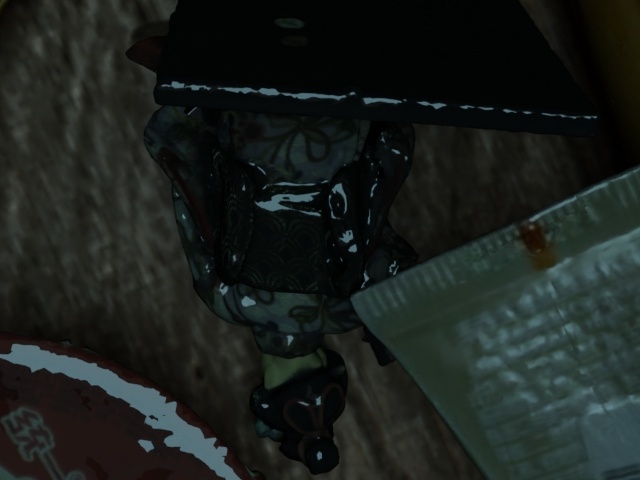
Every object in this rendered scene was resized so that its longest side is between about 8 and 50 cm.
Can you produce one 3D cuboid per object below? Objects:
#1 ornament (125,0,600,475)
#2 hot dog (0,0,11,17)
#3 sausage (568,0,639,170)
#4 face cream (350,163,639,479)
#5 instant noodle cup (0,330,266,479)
[{"bbox_3d":[0.000,0.000,0.447,0.166,0.153,0.196,5,117,-5],"label":"ornament"},{"bbox_3d":[-0.196,-0.091,0.424,0.100,0.068,0.249,39,92,-17],"label":"hot dog"},{"bbox_3d":[0.202,-0.012,0.438,0.134,0.116,0.354,-26,98,-48],"label":"sausage"},{"bbox_3d":[0.151,0.131,0.422,0.137,0.084,0.341,-25,110,16],"label":"face cream"},{"bbox_3d":[-0.136,0.164,0.433,0.274,0.091,0.274,0,94,-5],"label":"instant noodle cup"}]
